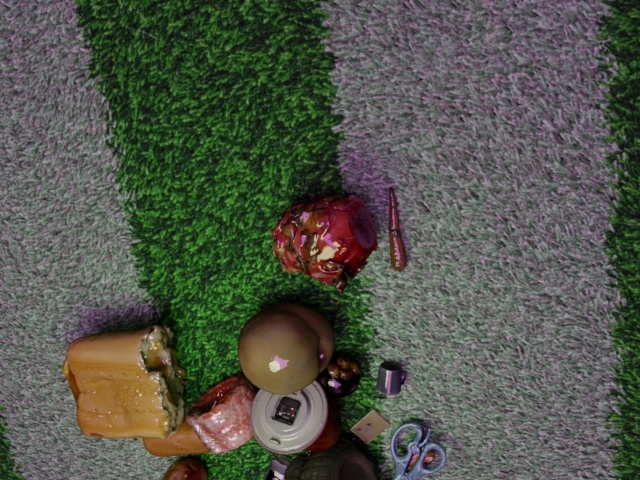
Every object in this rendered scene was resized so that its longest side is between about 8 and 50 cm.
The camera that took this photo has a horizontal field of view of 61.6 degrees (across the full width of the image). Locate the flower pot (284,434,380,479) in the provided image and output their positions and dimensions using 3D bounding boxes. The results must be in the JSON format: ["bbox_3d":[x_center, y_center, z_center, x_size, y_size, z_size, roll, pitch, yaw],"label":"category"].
[{"bbox_3d":[0.047,0.780,1.700,0.213,0.302,0.302,-32,99,32],"label":"flower pot"}]

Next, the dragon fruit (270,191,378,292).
[{"bbox_3d":[0.000,0.000,1.496,0.291,0.250,0.269,-17,95,29],"label":"dragon fruit"}]

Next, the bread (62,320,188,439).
[{"bbox_3d":[-0.627,0.437,1.726,0.394,0.250,0.361,-5,102,15],"label":"bread"}]

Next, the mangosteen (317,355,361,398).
[{"bbox_3d":[0.061,0.410,1.653,0.137,0.137,0.151,24,131,2],"label":"mangosteen"}]

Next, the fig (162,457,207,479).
[{"bbox_3d":[-0.508,0.857,1.888,0.257,0.159,0.159,-25,101,35],"label":"fig"}]

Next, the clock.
[{"bbox_3d":[-0.094,0.511,1.598,0.244,0.244,0.056,-9,142,12],"label":"clock"}]

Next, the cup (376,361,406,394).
[{"bbox_3d":[0.226,0.426,1.674,0.100,0.078,0.077,-1,103,-26],"label":"cup"}]

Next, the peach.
[{"bbox_3d":[-0.108,0.310,1.582,0.292,0.292,0.247,4,130,8],"label":"peach"}]

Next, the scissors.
[{"bbox_3d":[0.260,0.762,1.718,0.180,0.032,0.393,30,101,19],"label":"scissors"}]

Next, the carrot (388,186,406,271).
[{"bbox_3d":[0.218,-0.029,1.561,0.049,0.049,0.254,-6,100,11],"label":"carrot"}]

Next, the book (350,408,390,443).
[{"bbox_3d":[0.163,0.611,1.759,0.077,0.014,0.111,43,107,-4],"label":"book"}]

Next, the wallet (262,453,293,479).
[{"bbox_3d":[-0.130,0.859,1.850,0.170,0.069,0.231,25,108,6],"label":"wallet"}]

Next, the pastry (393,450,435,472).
[{"bbox_3d":[0.305,0.721,1.746,0.080,0.056,0.140,38,110,10],"label":"pastry"}]

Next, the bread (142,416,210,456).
[{"bbox_3d":[-0.463,0.674,1.843,0.305,0.091,0.142,-10,109,12],"label":"bread"}]

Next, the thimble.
[{"bbox_3d":[-0.296,0.547,1.705,0.239,0.239,0.162,-29,99,15],"label":"thimble"}]

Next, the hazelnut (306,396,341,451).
[{"bbox_3d":[-0.019,0.565,1.686,0.178,0.204,0.178,-9,117,-18],"label":"hazelnut"}]
